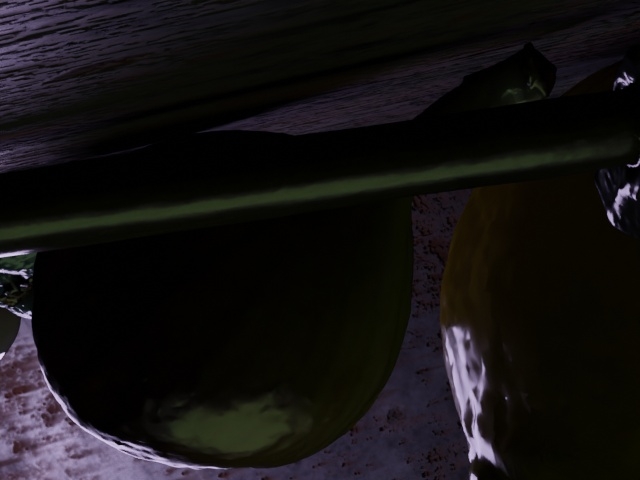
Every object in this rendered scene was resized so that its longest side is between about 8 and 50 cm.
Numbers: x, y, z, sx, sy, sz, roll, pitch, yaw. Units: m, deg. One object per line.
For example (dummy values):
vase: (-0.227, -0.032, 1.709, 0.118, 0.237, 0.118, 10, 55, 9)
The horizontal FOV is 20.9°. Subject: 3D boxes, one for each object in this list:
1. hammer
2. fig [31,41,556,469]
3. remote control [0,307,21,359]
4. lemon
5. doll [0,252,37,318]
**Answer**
hammer: (-0.023, -0.021, 0.599, 0.365, 0.043, 0.111, -9, 152, -11)
fig: (-0.002, 0.017, 0.714, 0.231, 0.143, 0.160, -12, 172, 14)
remote control: (-0.340, 0.077, 1.013, 0.332, 0.103, 0.221, -14, 174, -13)
lemon: (0.229, 0.035, 0.896, 0.336, 0.336, 0.336, -14, 180, 0)
doll: (-0.126, 0.012, 0.825, 0.120, 0.075, 0.180, -17, 180, 8)
